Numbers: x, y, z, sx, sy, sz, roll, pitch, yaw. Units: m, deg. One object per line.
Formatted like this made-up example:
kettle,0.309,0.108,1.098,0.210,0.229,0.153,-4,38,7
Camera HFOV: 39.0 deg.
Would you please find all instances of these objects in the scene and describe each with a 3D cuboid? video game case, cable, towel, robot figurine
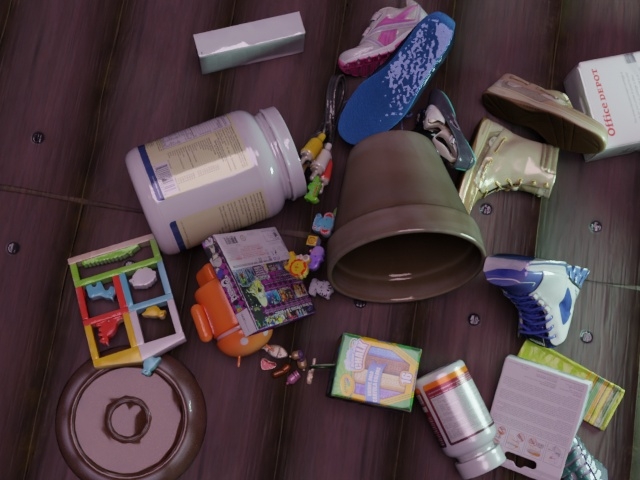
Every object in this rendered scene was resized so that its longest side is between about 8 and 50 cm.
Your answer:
video game case,-0.121,0.078,1.848,0.042,0.232,0.210,-32,80,28
cable,0.025,-0.228,1.976,0.072,0.139,0.287,6,57,32
towel,0.526,0.305,1.936,0.237,0.021,0.102,29,77,3
robot figurine,-0.177,0.146,1.869,0.128,0.158,0.219,-29,80,18

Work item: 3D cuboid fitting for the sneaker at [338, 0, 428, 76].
sneaker,0.140,-0.457,2.037,0.252,0.103,0.111,-28,79,-16

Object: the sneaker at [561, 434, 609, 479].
sneaker,0.541,0.465,1.892,0.098,0.083,0.223,-2,59,-44

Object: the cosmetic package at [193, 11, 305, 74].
cosmetic package,-0.157,-0.439,2.007,0.239,0.099,0.060,-14,80,-7

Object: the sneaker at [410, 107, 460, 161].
sneaker,0.204,-0.230,2.005,0.217,0.079,0.121,-6,72,-10

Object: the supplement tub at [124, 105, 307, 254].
supplement tub,-0.214,-0.129,1.868,0.325,0.235,0.235,-21,80,-8

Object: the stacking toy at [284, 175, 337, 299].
stacking toy,0.000,0.000,1.883,0.052,0.167,0.221,8,71,22

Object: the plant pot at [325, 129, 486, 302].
plant pot,0.161,-0.060,1.869,0.323,0.323,0.280,-2,61,-4

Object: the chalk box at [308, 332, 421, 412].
chalk box,0.084,0.268,1.858,0.213,0.132,0.132,13,78,-2

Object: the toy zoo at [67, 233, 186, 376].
toy zoo,-0.397,0.143,1.875,0.192,0.030,0.293,-17,68,-7

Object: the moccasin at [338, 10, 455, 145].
moccasin,0.180,-0.336,1.972,0.342,0.117,0.138,-45,85,9

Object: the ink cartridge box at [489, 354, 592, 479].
ink cartridge box,0.444,0.371,1.877,0.181,0.056,0.224,17,97,26

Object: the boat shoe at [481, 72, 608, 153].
boat shoe,0.502,-0.286,1.977,0.302,0.109,0.098,30,68,33

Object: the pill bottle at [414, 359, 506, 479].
pill bottle,0.286,0.367,1.856,0.121,0.121,0.221,-25,82,-8

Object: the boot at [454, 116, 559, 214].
boot,0.403,-0.121,1.984,0.203,0.095,0.262,20,74,-1

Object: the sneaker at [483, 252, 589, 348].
sneaker,0.452,0.129,1.859,0.127,0.315,0.182,8,88,40

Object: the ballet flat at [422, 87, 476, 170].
ballet flat,0.262,-0.236,1.928,0.074,0.074,0.203,-20,72,-8

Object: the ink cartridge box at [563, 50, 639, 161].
ink cartridge box,0.714,-0.311,2.028,0.283,0.117,0.207,-11,79,-6

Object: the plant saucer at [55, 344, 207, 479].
plant saucer,-0.389,0.366,1.850,0.311,0.050,0.310,1,79,-4

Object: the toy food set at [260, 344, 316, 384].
toy food set,-0.073,0.263,1.905,0.122,0.019,0.078,12,78,-1
